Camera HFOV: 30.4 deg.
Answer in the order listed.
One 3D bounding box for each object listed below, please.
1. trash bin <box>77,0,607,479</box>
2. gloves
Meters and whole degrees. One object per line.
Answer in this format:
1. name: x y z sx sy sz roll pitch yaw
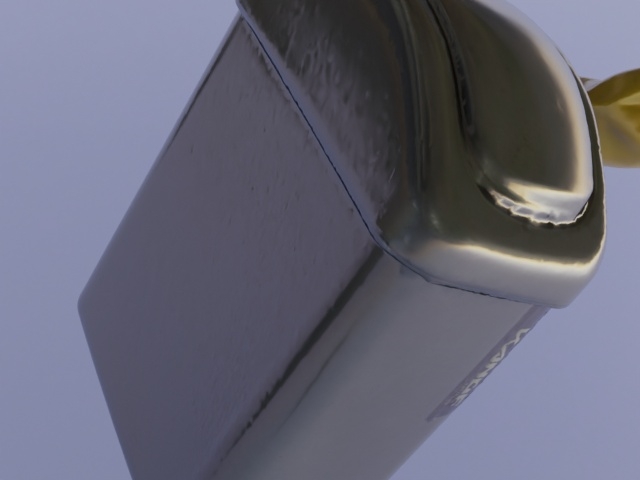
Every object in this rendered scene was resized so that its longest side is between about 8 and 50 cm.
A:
1. trash bin: 0.000 0.000 0.473 0.101 0.236 0.176 11 -144 -39
2. gloves: 0.322 -0.109 1.030 0.294 0.116 0.133 1 -164 27
